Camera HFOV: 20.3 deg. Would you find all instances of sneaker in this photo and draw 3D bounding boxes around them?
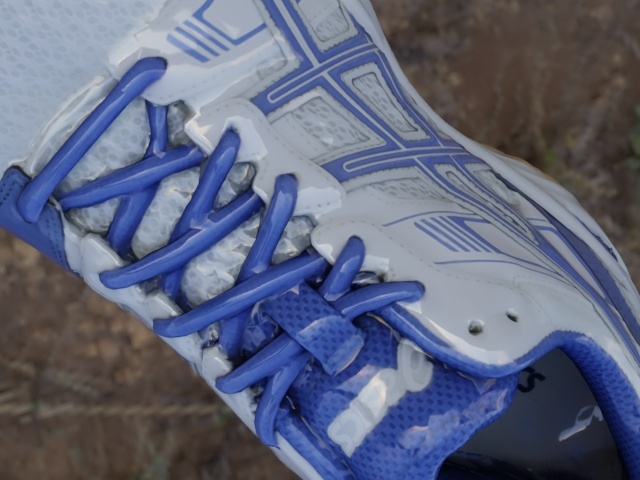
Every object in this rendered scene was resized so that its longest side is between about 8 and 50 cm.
[{"bbox_3d":[0.000,0.000,0.470,0.296,0.131,0.112,30,112,-29],"label":"sneaker"}]
